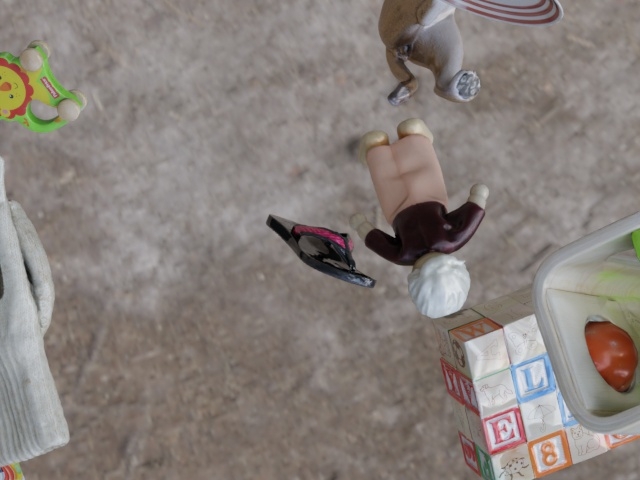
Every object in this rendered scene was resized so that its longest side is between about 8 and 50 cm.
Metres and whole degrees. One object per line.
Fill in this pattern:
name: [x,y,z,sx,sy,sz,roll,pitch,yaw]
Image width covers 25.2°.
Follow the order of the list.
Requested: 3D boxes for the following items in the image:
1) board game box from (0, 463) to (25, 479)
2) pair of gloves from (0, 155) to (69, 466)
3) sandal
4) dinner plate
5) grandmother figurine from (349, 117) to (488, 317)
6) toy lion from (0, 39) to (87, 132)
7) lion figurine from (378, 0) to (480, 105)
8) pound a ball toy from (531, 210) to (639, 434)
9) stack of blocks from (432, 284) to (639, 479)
board game box: [-0.350,0.209,1.384,0.103,0.154,0.026,-11,148,-30]
pair of gloves: [-0.268,0.058,0.965,0.240,0.204,0.042,-13,172,39]
sandal: [0.000,0.000,1.450,0.067,0.179,0.040,20,101,-36]
dinner plate: [0.117,-0.197,1.075,0.141,0.141,0.017,25,85,-33]
grandmother figurine: [0.151,-0.031,2.116,0.208,0.342,0.104,-23,137,14]
toy lion: [-0.301,-0.150,1.448,0.096,0.034,0.100,-27,112,22]
lion figurine: [0.150,-0.305,1.562,0.142,0.240,0.392,42,81,-22]
pound a ball toy: [0.261,0.105,0.975,0.136,0.208,0.319,-30,156,35]
stack of blocks: [0.283,0.124,1.499,0.297,0.087,0.171,-18,106,-13]
